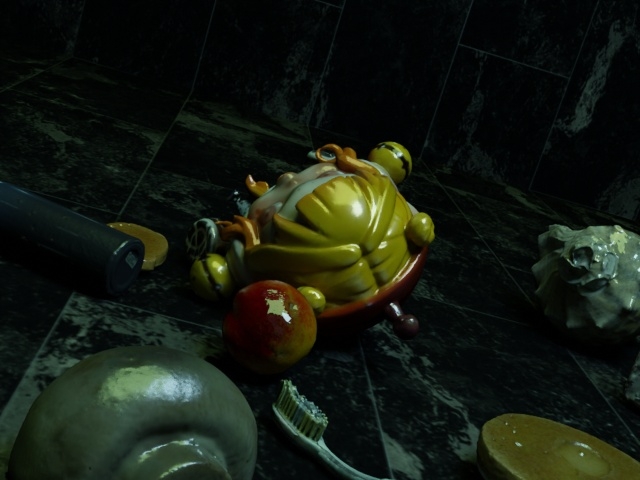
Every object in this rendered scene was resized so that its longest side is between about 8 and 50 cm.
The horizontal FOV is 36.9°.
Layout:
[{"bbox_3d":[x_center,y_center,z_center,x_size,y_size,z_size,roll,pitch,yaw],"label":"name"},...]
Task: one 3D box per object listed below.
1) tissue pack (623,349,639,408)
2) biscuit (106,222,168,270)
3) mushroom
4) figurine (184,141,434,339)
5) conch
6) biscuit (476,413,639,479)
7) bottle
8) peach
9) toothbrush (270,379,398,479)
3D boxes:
[{"bbox_3d":[0.584,0.161,1.188,0.306,0.238,0.238,9,17,-29],"label":"tissue pack"},{"bbox_3d":[-0.250,0.005,1.199,0.118,0.023,0.140,18,15,4],"label":"biscuit"},{"bbox_3d":[-0.132,0.138,0.710,0.188,0.117,0.141,-1,12,-40],"label":"mushroom"},{"bbox_3d":[0.001,0.003,1.160,0.320,0.196,0.323,-34,24,-13],"label":"figurine"},{"bbox_3d":[0.403,0.084,1.420,0.210,0.159,0.291,18,-26,38],"label":"conch"},{"bbox_3d":[0.236,0.232,0.876,0.181,0.049,0.208,2,22,-45],"label":"biscuit"},{"bbox_3d":[-0.320,-0.010,1.087,0.244,0.082,0.072,23,-29,18],"label":"bottle"},{"bbox_3d":[-0.051,0.088,0.977,0.101,0.100,0.100,16,15,-4],"label":"peach"},{"bbox_3d":[0.086,0.229,0.746,0.035,0.042,0.413,3,22,-44],"label":"toothbrush"}]
